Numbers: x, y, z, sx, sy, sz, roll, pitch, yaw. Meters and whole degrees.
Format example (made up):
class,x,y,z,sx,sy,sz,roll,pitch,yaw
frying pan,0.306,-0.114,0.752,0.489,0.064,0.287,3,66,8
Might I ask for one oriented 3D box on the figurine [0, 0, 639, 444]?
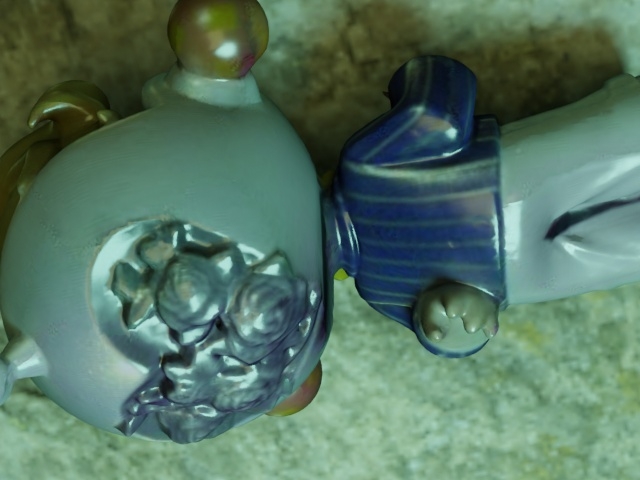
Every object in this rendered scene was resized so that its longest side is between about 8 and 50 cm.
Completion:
class,x,y,z,sx,sy,sz,roll,pitch,yaw
figurine,0.004,0.008,0.602,0.274,0.133,0.194,9,124,-15
